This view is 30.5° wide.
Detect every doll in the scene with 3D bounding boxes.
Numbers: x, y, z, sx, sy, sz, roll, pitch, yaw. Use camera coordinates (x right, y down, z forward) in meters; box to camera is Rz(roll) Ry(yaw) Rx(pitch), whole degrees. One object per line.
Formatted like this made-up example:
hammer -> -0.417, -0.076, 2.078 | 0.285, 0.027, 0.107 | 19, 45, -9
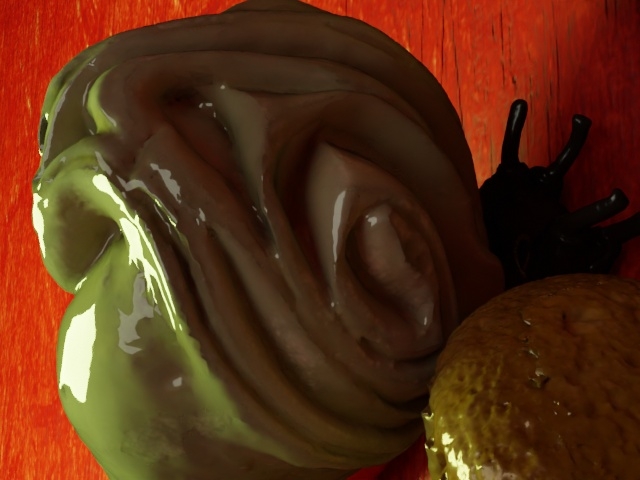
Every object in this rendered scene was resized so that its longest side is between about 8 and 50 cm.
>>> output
doll -> 0.144, -0.004, 0.794 | 0.139, 0.057, 0.165 | 61, 137, 42

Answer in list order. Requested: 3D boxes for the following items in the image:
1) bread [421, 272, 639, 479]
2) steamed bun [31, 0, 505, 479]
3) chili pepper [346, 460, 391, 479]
bread -> 0.155, 0.119, 0.586 | 0.240, 0.239, 0.139 | 64, 142, 42
steamed bun -> 0.002, 0.010, 0.714 | 0.219, 0.324, 0.310 | 2, 108, 37
chili pepper -> -0.024, 0.178, 0.954 | 0.368, 0.091, 0.137 | -45, 34, 36
